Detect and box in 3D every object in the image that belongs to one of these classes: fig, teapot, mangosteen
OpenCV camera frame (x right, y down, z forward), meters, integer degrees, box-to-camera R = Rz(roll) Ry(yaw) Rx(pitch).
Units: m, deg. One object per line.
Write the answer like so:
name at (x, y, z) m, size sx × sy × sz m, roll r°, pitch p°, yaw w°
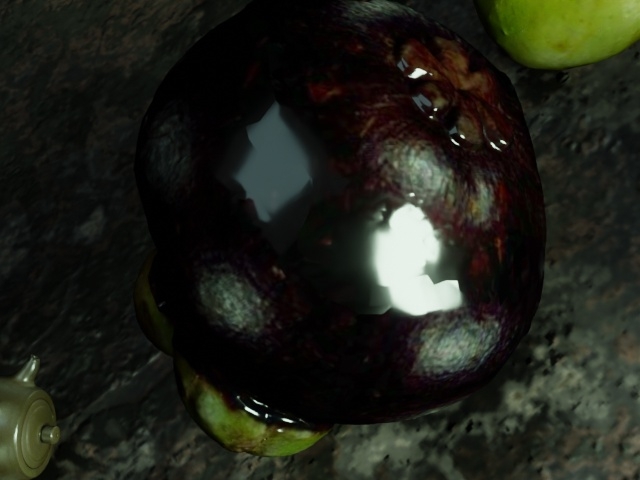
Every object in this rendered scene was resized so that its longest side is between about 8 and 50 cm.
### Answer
fig at (0.175, -0.183, 0.884) m, size 0.153 × 0.120 × 0.136 m, roll -7°, pitch 59°, yaw 48°
teapot at (-0.211, 0.137, 0.871) m, size 0.068 × 0.076 × 0.121 m, roll 2°, pitch 87°, yaw 15°
mangosteen at (0.005, -0.002, 0.776) m, size 0.233 × 0.288 × 0.288 m, roll -7°, pitch 51°, yaw -15°
